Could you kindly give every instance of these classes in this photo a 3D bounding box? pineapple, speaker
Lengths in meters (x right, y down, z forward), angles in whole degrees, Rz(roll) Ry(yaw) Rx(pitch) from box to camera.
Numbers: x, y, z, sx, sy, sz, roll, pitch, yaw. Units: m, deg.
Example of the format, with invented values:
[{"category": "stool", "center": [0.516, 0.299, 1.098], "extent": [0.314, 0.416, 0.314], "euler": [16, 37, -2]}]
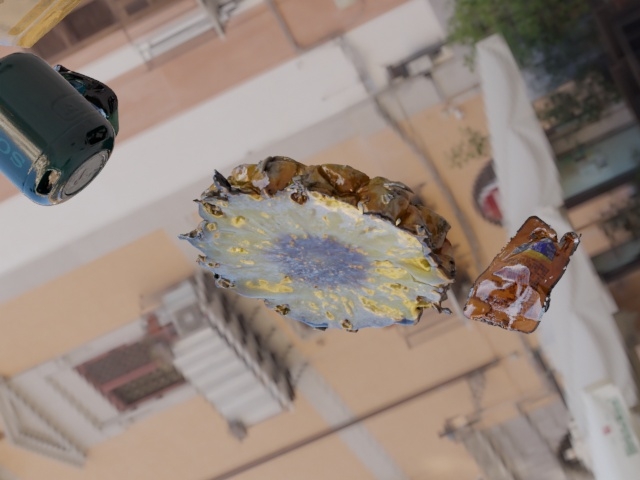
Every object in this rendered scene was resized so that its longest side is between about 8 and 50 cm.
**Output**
[{"category": "pineapple", "center": [0.000, 0.000, 0.894], "extent": [0.221, 0.221, 0.047], "euler": [51, -135, -49]}, {"category": "speaker", "center": [-0.148, -0.061, 0.692], "extent": [0.075, 0.060, 0.094], "euler": [44, -168, 7]}]

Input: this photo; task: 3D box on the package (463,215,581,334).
[{"category": "package", "center": [0.176, 0.028, 1.082], "extent": [0.077, 0.110, 0.033], "euler": [27, 159, 28]}]

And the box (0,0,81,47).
[{"category": "box", "center": [-0.351, -0.243, 1.221], "extent": [0.247, 0.129, 0.033], "euler": [1, -117, -51]}]
